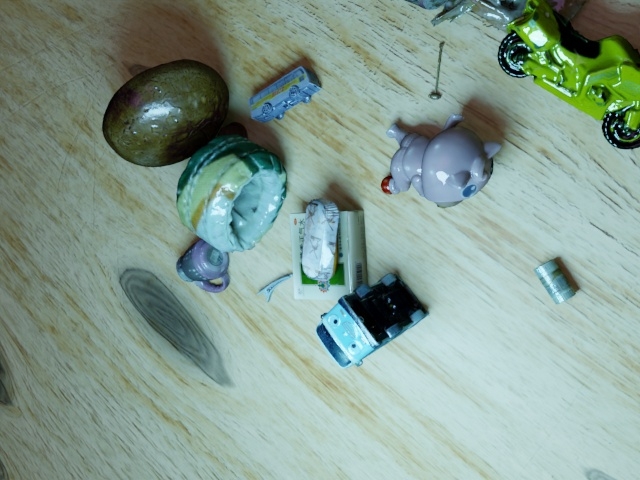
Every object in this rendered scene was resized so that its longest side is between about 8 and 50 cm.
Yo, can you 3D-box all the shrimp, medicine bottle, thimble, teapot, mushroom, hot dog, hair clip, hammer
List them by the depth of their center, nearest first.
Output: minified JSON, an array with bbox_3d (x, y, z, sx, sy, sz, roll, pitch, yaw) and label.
[{"bbox_3d":[0.380,-0.481,1.177,0.317,0.077,0.168,-16,90,26],"label":"shrimp"},{"bbox_3d":[0.478,0.084,1.191,0.047,0.047,0.083,-35,78,27],"label":"medicine bottle"},{"bbox_3d":[0.259,-0.373,1.288,0.029,0.014,0.123,9,96,19],"label":"hammer"},{"bbox_3d":[0.000,0.000,1.334,0.108,0.059,0.191,14,105,42],"label":"hot dog"},{"bbox_3d":[-0.215,-0.109,1.442,0.167,0.254,0.288,34,136,25],"label":"thimble"},{"bbox_3d":[-0.384,-0.314,1.471,0.239,0.345,0.345,35,110,20],"label":"mushroom"},{"bbox_3d":[-0.114,0.123,1.534,0.115,0.030,0.039,-36,97,29],"label":"hair clip"},{"bbox_3d":[-0.320,0.069,1.612,0.146,0.148,0.116,-22,48,40],"label":"teapot"}]

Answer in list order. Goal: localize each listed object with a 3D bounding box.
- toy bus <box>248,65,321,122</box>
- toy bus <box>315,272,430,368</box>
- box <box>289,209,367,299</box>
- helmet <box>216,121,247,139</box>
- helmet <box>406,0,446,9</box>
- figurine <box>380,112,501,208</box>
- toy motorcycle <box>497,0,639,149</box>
[{"bbox_3d":[-0.091,-0.361,1.457,0.190,0.064,0.075,-26,70,28],"label":"toy bus"},{"bbox_3d":[0.105,0.182,1.281,0.165,0.271,0.133,-45,73,28],"label":"toy bus"},{"bbox_3d":[0.018,0.034,1.415,0.168,0.095,0.212,-2,93,32],"label":"box"},{"bbox_3d":[-0.246,-0.261,1.551,0.089,0.057,0.111,23,105,23],"label":"helmet"},{"bbox_3d":[0.210,-0.584,1.232,0.177,0.107,0.153,33,112,12],"label":"helmet"},{"bbox_3d":[0.251,-0.161,1.256,0.287,0.186,0.176,13,62,47],"label":"figurine"},{"bbox_3d":[0.502,-0.328,1.074,0.342,0.142,0.206,36,116,7],"label":"toy motorcycle"}]
